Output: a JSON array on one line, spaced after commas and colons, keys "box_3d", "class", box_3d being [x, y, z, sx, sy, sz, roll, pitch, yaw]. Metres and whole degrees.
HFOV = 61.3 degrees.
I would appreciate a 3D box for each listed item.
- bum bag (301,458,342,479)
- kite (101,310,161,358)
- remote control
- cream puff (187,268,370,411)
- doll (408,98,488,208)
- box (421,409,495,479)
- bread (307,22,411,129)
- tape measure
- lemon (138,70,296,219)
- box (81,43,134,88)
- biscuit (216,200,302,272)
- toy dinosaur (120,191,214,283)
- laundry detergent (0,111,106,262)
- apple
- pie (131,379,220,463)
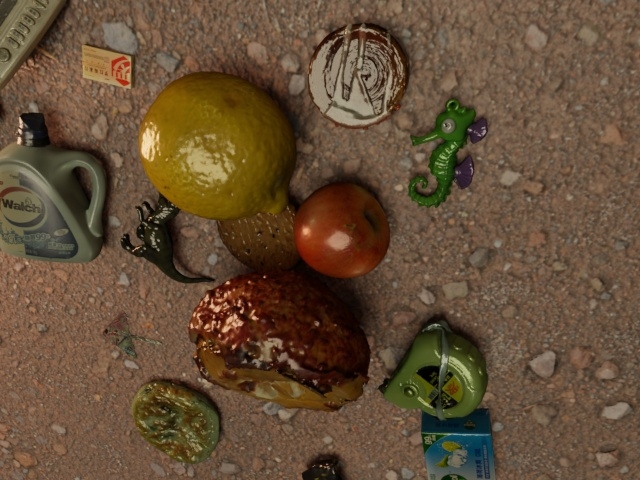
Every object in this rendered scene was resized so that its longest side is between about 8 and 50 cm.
[{"box_3d": [0.037, 0.615, 1.287, 0.106, 0.060, 0.233, -14, 111, 30], "class": "bum bag"}, {"box_3d": [-0.435, 0.218, 1.234, 0.152, 0.005, 0.137, 1, 117, 12], "class": "kite"}, {"box_3d": [-0.509, -0.357, 0.897, 0.090, 0.049, 0.230, 37, 95, -7], "class": "remote control"}, {"box_3d": [-0.071, 0.173, 0.982, 0.350, 0.229, 0.350, 9, 152, 5], "class": "cream puff"}, {"box_3d": [0.197, -0.135, 0.872, 0.115, 0.050, 0.190, 10, 121, 4], "class": "doll"}, {"box_3d": [0.291, 0.450, 1.131, 0.139, 0.073, 0.194, -5, 115, 16], "class": "box"}, {"box_3d": [0.058, -0.253, 0.832, 0.160, 0.073, 0.161, 4, 117, 8], "class": "bread"}, {"box_3d": [0.228, 0.253, 1.031, 0.175, 0.106, 0.200, 30, 119, 14], "class": "tape measure"}, {"box_3d": [-0.152, -0.142, 0.854, 0.253, 0.228, 0.228, 24, 120, -3], "class": "lemon"}, {"box_3d": [-0.372, -0.305, 0.945, 0.093, 0.015, 0.058, 15, 121, 7], "class": "box"}, {"box_3d": [-0.110, -0.019, 1.006, 0.187, 0.027, 0.188, 12, 124, 18], "class": "biscuit"}, {"box_3d": [-0.282, 0.003, 1.040, 0.178, 0.087, 0.187, 24, 121, 3], "class": "toy dinosaur"}, {"box_3d": [-0.521, -0.101, 1.035, 0.214, 0.105, 0.281, 9, 115, -5], "class": "laundry detergent"}, {"box_3d": [0.034, -0.016, 0.913, 0.139, 0.163, 0.163, -24, 109, 31], "class": "apple"}, {"box_3d": [-0.346, 0.434, 1.294, 0.240, 0.054, 0.241, 6, 116, 12], "class": "pie"}]
